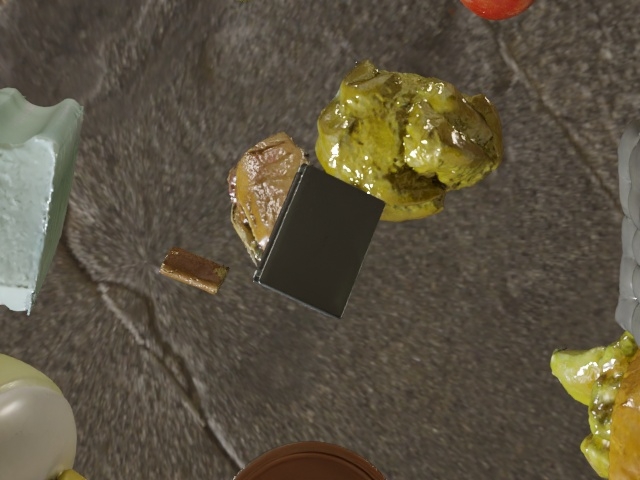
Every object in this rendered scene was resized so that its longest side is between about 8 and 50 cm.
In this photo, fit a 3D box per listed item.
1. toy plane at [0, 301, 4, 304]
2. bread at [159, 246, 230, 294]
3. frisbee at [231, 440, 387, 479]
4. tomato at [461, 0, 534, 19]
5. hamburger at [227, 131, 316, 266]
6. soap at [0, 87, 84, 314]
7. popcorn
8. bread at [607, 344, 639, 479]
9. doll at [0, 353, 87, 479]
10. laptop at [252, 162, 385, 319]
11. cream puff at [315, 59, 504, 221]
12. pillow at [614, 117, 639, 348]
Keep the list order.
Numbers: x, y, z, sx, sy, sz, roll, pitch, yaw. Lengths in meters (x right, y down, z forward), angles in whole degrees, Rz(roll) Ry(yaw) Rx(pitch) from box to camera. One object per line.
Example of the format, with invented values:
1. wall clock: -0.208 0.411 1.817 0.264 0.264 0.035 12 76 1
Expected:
1. toy plane: -0.371 -0.037 1.274 0.117 0.244 0.245 -2 89 -22
2. bread: -0.164 0.040 1.417 0.083 0.047 0.036 22 127 -2
3. frisbee: -0.011 0.356 1.250 0.250 0.021 0.251 6 74 -21
4. tomato: 0.256 -0.365 1.556 0.139 0.159 0.091 4 127 16
5. hamburger: -0.072 -0.059 1.953 0.245 0.155 0.282 15 56 22
6. soap: -0.258 -0.042 0.929 0.094 0.261 0.150 6 103 -10
7. popcorn: 0.525 0.234 1.686 0.321 0.290 0.326 10 101 6
8. bread: 0.258 0.168 0.704 0.139 0.143 0.229 -23 104 -47
9. doll: -0.232 0.097 0.566 0.296 0.117 0.141 23 51 26
10. laptop: 0.000 0.000 1.431 0.129 0.016 0.180 26 71 -10
11. cream puff: 0.162 -0.152 1.907 0.323 0.269 0.274 11 103 -46
12. pillow: 0.457 0.024 1.434 0.101 0.228 0.326 -6 114 -3
